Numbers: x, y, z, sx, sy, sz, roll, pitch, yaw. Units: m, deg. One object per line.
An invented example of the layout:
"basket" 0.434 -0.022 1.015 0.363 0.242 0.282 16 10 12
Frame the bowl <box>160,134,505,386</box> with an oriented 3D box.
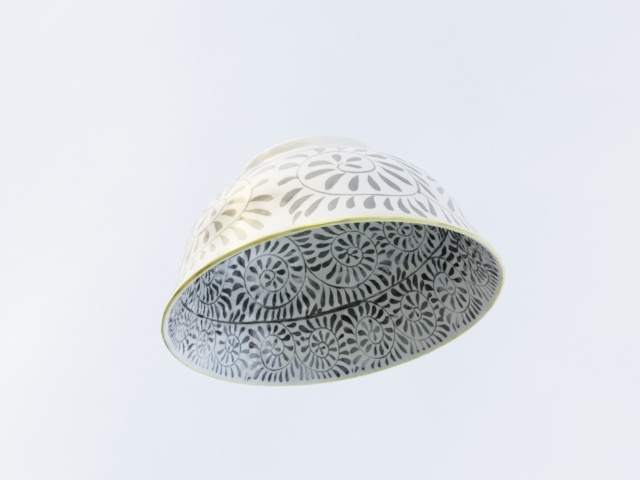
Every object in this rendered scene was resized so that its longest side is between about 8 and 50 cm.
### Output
"bowl" 0.000 0.000 0.966 0.170 0.170 0.080 -43 -131 44
